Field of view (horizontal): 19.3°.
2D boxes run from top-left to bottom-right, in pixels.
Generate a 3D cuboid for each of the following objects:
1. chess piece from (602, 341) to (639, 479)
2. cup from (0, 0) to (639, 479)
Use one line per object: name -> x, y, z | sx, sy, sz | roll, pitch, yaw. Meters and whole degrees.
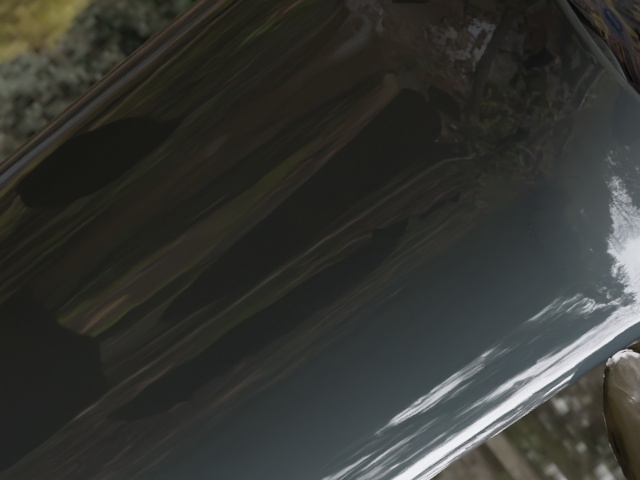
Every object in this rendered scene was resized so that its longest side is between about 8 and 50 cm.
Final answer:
chess piece -> 0.295, 0.052, 0.863 | 0.307, 0.139, 0.124 | -19, -112, -11
cup -> 0.000, 0.000, 0.726 | 0.312, 0.205, 0.205 | -36, -145, 27
